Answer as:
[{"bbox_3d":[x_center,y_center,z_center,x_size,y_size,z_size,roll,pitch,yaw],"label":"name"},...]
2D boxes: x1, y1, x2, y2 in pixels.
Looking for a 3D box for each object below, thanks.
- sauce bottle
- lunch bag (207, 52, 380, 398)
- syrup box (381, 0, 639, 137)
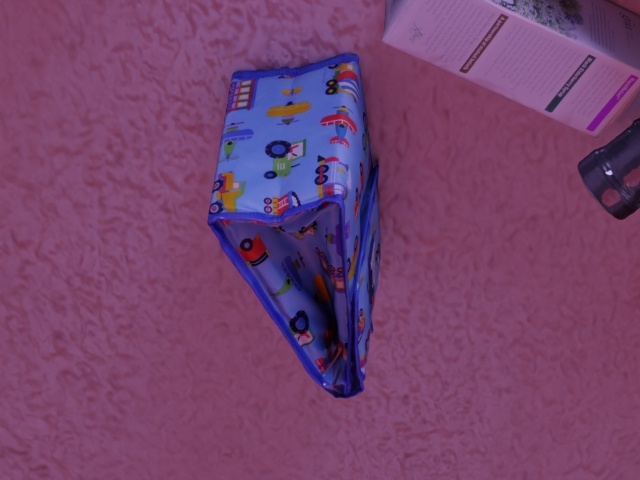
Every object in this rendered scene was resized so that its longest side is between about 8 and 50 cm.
[{"bbox_3d":[0.389,-0.148,1.542,0.344,0.111,0.111,-37,121,22],"label":"sauce bottle"},{"bbox_3d":[0.000,0.000,1.693,0.138,0.221,0.293,-8,133,13],"label":"lunch bag"},{"bbox_3d":[0.183,-0.196,1.570,0.236,0.093,0.096,23,132,-16],"label":"syrup box"}]
